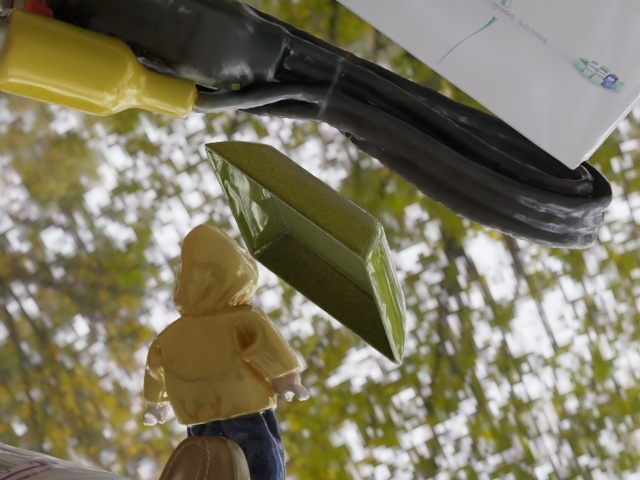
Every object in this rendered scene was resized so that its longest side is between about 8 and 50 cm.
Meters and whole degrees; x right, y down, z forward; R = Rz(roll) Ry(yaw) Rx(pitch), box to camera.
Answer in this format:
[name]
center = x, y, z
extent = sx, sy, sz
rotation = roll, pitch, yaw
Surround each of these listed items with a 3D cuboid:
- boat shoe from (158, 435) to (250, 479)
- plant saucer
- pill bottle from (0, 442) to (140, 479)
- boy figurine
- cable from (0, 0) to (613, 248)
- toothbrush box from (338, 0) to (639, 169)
[boat shoe]
center = -0.149, 0.286, 1.491
extent = 0.122, 0.110, 0.341
rotation = -40, -156, 42
[plant saucer]
center = 0.000, 0.000, 1.524
extent = 0.188, 0.188, 0.045
rotation = 36, -107, 29
[pill bottle]
center = -0.209, 0.170, 0.876
extent = 0.301, 0.169, 0.169
rotation = 7, -133, 41
[boy figurine]
center = -0.096, 0.129, 1.695
extent = 0.177, 0.092, 0.285
rotation = -19, -107, 27
[cable]
center = -0.024, -0.059, 0.753
extent = 0.139, 0.287, 0.072
rotation = -87, -159, -71
[toothbrush box]
center = 0.035, -0.196, 0.575
extent = 0.295, 0.216, 0.126
rotation = 36, -128, 1
